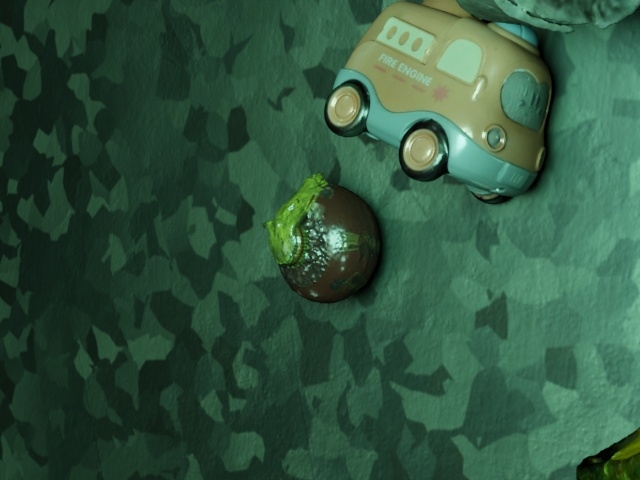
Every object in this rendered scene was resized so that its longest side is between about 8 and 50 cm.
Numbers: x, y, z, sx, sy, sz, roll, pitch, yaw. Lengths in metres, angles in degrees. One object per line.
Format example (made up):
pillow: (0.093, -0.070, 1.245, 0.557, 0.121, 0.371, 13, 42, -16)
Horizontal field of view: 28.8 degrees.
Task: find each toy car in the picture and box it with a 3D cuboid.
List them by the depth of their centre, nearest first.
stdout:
toy car: (0.155, -0.178, 1.473, 0.270, 0.180, 0.212, 34, 103, 37)

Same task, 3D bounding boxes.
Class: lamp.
lamp: (-0.002, 0.004, 1.631, 0.157, 0.135, 0.156, 35, 113, 34)

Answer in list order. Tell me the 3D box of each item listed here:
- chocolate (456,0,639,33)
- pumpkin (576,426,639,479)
chocolate: (0.214, -0.362, 1.368, 0.213, 0.303, 0.303, 4, 93, 64)
pumpkin: (0.393, 0.261, 1.201, 0.256, 0.303, 0.225, -29, 77, 9)
